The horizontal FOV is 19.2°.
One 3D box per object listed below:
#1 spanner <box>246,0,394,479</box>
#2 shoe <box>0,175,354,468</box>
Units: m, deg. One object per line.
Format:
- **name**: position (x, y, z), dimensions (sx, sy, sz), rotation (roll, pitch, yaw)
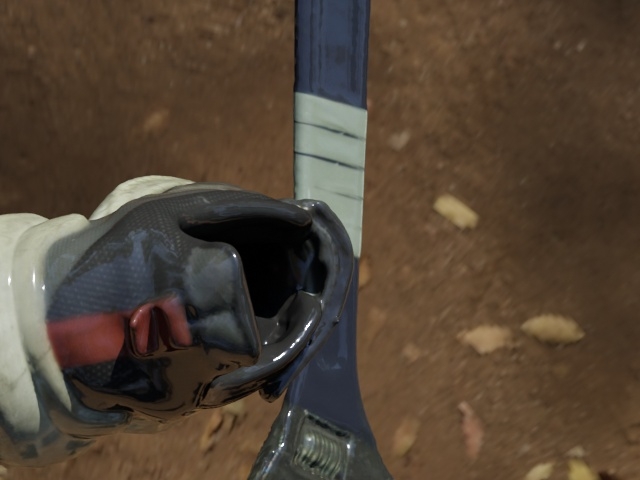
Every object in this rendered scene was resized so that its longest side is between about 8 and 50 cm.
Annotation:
- **spanner**: position (0.000, 0.000, 0.829), dimensions (0.087, 0.024, 0.315), rotation (2, 87, -35)
- **shoe**: position (-0.040, 0.022, 0.682), dimensions (0.112, 0.227, 0.099), rotation (-10, 93, 24)
